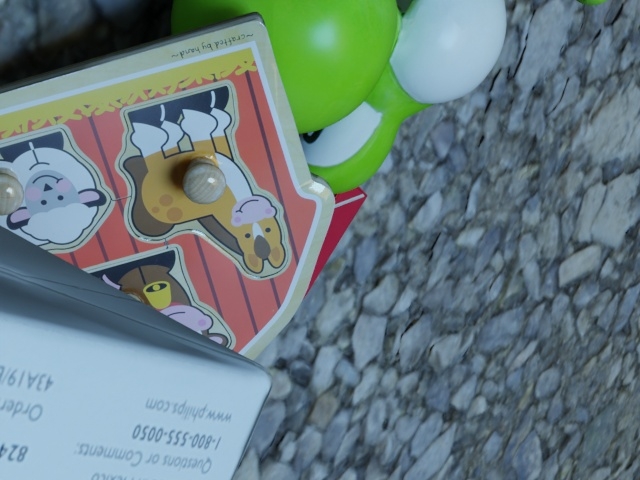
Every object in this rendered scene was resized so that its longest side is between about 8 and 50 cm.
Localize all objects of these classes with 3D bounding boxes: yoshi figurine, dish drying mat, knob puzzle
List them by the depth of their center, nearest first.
[{"bbox_3d":[-0.084,0.009,0.632,0.213,0.030,0.213,-6,122,-9],"label":"knob puzzle"},{"bbox_3d":[0.052,-0.175,0.641,0.203,0.203,0.362,24,114,-20],"label":"yoshi figurine"},{"bbox_3d":[0.000,0.000,0.830,0.083,0.008,0.032,-59,142,-10],"label":"dish drying mat"}]

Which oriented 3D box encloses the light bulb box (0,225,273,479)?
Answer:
[{"bbox_3d":[-0.257,0.140,0.399,0.358,0.225,0.361,21,92,-52],"label":"light bulb box"}]
